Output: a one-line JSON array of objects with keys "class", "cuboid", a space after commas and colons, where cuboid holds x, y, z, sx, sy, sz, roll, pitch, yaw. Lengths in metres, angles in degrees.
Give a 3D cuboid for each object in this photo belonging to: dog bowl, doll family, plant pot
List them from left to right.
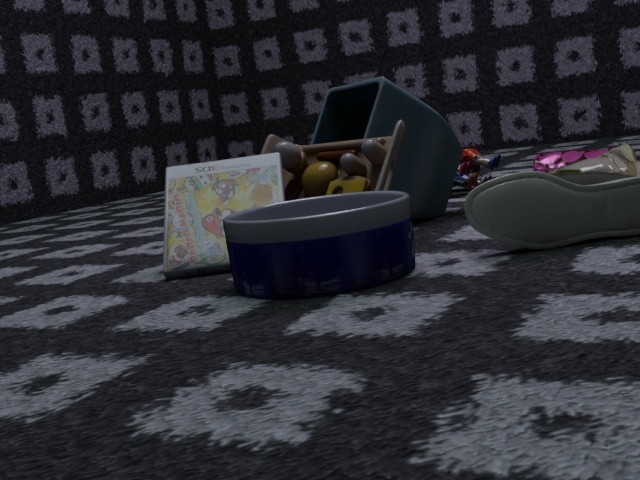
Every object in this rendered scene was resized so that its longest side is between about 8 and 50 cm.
[{"class": "dog bowl", "cuboid": [0.000, 0.000, 1.076, 0.265, 0.104, 0.265, -7, 8, 1]}, {"class": "plant pot", "cuboid": [0.137, -0.160, 1.541, 0.252, 0.247, 0.248, 18, -3, -26]}, {"class": "doll family", "cuboid": [0.321, -0.169, 1.892, 0.163, 0.118, 0.263, 20, 21, 33]}]

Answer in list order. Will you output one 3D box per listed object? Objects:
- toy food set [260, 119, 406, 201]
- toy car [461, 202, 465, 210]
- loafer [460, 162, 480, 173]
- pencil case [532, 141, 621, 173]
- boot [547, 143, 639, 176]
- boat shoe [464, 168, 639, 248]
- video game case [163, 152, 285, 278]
[{"class": "toy food set", "cuboid": [-0.006, -0.101, 1.332, 0.306, 0.220, 0.092, 0, -26, 41]}, {"class": "toy car", "cuboid": [0.314, -0.068, 1.417, 0.040, 0.060, 0.122, 23, 7, -17]}, {"class": "loafer", "cuboid": [0.336, -0.186, 2.116, 0.223, 0.076, 0.078, -7, 12, 37]}, {"class": "pencil case", "cuboid": [0.579, -0.163, 1.696, 0.209, 0.095, 0.098, -3, 26, 41]}, {"class": "boot", "cuboid": [0.497, -0.098, 1.367, 0.165, 0.077, 0.213, -15, 23, 16]}, {"class": "boat shoe", "cuboid": [0.349, -0.049, 1.095, 0.305, 0.109, 0.091, -2, 8, -5]}, {"class": "video game case", "cuboid": [-0.161, -0.047, 1.283, 0.206, 0.227, 0.026, -8, -35, 1]}]
